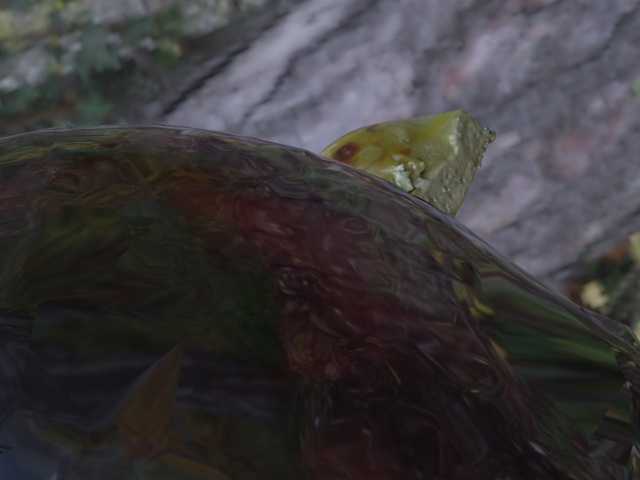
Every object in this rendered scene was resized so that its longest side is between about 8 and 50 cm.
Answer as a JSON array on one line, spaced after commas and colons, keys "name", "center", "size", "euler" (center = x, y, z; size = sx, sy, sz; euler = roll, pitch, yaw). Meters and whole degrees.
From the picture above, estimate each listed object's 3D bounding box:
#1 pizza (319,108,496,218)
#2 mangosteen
[{"name": "pizza", "center": [0.007, -0.007, 1.180], "size": [0.080, 0.188, 0.204], "euler": [42, 149, -14]}, {"name": "mangosteen", "center": [-0.056, 0.182, 0.498], "size": [0.381, 0.421, 0.381], "euler": [34, 166, 10]}]
